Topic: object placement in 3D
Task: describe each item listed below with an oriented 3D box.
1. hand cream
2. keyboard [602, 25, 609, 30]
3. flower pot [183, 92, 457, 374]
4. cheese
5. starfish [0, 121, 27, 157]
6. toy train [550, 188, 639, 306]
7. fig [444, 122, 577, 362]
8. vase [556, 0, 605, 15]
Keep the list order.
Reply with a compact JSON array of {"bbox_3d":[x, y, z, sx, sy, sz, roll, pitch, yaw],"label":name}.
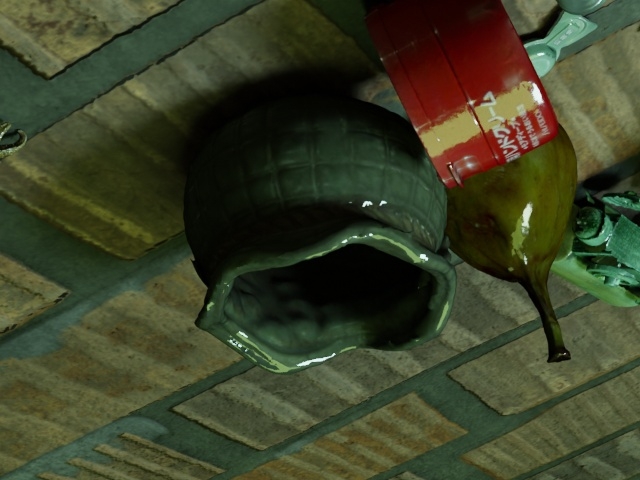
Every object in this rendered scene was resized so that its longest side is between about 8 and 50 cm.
[{"bbox_3d":[0.134,-0.156,1.305,0.125,0.193,0.193,-27,150,9],"label":"hand cream"},{"bbox_3d":[0.439,-0.251,1.486,0.381,0.041,0.103,-12,150,-25],"label":"keyboard"},{"bbox_3d":[0.000,0.000,1.436,0.302,0.213,0.302,-4,147,-3],"label":"flower pot"},{"bbox_3d":[0.233,-0.199,1.456,0.121,0.026,0.067,-38,146,30],"label":"cheese"},{"bbox_3d":[-0.332,-0.086,1.326,0.091,0.028,0.078,-31,151,30],"label":"starfish"},{"bbox_3d":[0.386,0.009,1.820,0.189,0.126,0.307,17,176,39],"label":"toy train"},{"bbox_3d":[0.193,-0.010,1.522,0.191,0.290,0.190,6,161,2],"label":"fig"},{"bbox_3d":[0.211,-0.274,1.268,0.086,0.086,0.214,-29,154,19],"label":"vase"}]
